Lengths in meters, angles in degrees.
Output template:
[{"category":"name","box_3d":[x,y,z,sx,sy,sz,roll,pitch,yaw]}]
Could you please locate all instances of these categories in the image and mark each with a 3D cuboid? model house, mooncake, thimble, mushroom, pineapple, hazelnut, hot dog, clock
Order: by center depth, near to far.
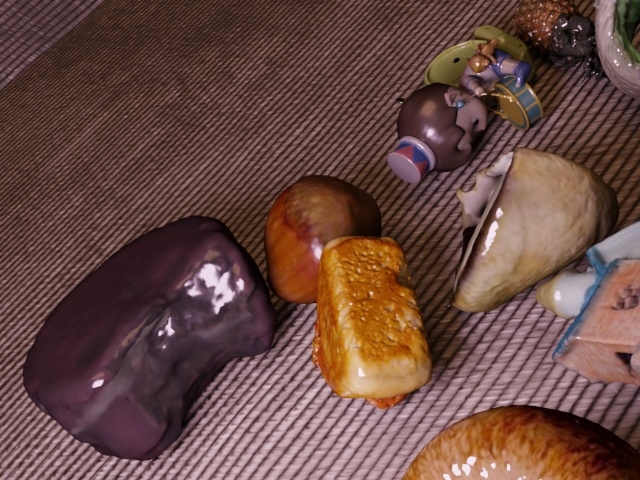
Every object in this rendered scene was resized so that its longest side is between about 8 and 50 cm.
[{"category":"mushroom","box_3d":[0.153,0.309,0.992,0.334,0.356,0.331,-62,15,14]},{"category":"model house","box_3d":[0.400,0.095,1.228,0.325,0.194,0.267,0,47,54]},{"category":"mushroom","box_3d":[0.276,0.006,1.395,0.292,0.212,0.217,-172,96,-79]},{"category":"hot dog","box_3d":[0.066,0.124,1.407,0.150,0.153,0.257,-2,48,-10]},{"category":"mooncake","box_3d":[-0.256,0.142,1.563,0.381,0.212,0.350,-39,32,-8]},{"category":"thimble","box_3d":[0.522,-0.322,1.569,0.219,0.150,0.219,-1,85,13]},{"category":"hazelnut","box_3d":[-0.008,-0.006,1.587,0.210,0.186,0.210,-12,38,10]},{"category":"pineapple","box_3d":[0.424,-0.342,1.761,0.125,0.125,0.251,-31,42,-1]},{"category":"clock","box_3d":[0.254,-0.287,1.839,0.232,0.069,0.170,-34,36,-5]}]

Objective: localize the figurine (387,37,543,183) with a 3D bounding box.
[{"category":"figurine","box_3d":[0.226,-0.198,1.694,0.275,0.161,0.158,-35,76,-2]}]
